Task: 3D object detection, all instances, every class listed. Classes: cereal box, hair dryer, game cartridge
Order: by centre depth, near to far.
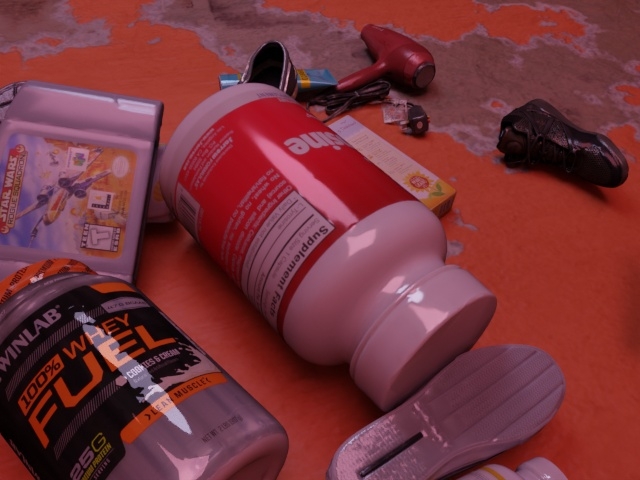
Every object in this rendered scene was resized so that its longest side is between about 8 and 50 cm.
[{"bbox_3d":[-0.321,-0.052,0.770,0.198,0.062,0.296,8,82,-12],"label":"game cartridge"},{"bbox_3d":[0.064,-0.090,0.938,0.173,0.047,0.240,-33,58,-28],"label":"cereal box"},{"bbox_3d":[0.100,-0.317,1.116,0.224,0.080,0.293,8,49,4],"label":"hair dryer"}]

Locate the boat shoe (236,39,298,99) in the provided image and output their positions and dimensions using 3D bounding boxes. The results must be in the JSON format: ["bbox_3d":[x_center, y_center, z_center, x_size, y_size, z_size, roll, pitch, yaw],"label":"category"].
[{"bbox_3d":[-0.129,-0.187,0.952,0.116,0.099,0.319,22,64,10],"label":"boat shoe"}]

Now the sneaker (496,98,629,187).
[{"bbox_3d":[0.378,-0.144,0.984,0.130,0.087,0.227,-25,52,-21],"label":"sneaker"}]

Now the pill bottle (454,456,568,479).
[{"bbox_3d":[0.156,0.283,0.586,0.184,0.103,0.103,-17,53,-18],"label":"pill bottle"}]

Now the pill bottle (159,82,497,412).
[{"bbox_3d":[0.000,0.000,0.737,0.229,0.229,0.408,-31,58,-26],"label":"pill bottle"}]

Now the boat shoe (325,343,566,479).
[{"bbox_3d":[0.132,0.203,0.657,0.303,0.094,0.109,-19,63,-22],"label":"boat shoe"}]

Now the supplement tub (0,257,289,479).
[{"bbox_3d":[-0.202,0.165,0.605,0.316,0.193,0.194,35,56,25],"label":"supplement tub"}]

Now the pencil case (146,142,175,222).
[{"bbox_3d":[-0.337,-0.070,0.852,0.273,0.113,0.124,-8,55,-11],"label":"pencil case"}]

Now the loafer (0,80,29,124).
[{"bbox_3d":[-0.546,-0.134,0.926,0.303,0.095,0.109,-40,92,-27],"label":"loafer"}]

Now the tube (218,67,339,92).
[{"bbox_3d":[-0.077,-0.283,1.089,0.207,0.052,0.080,-10,43,-11],"label":"tube"}]
